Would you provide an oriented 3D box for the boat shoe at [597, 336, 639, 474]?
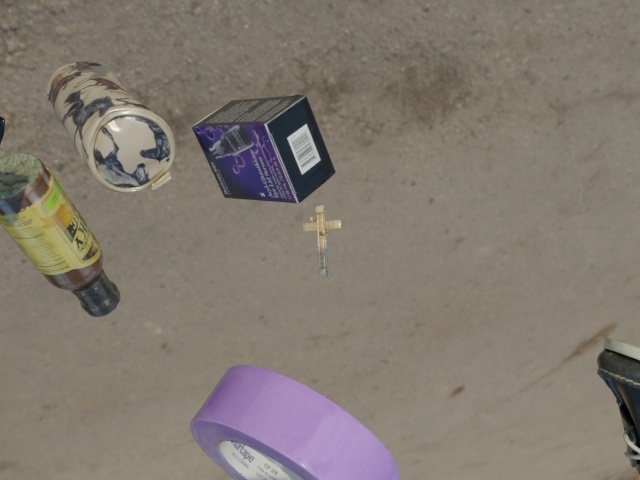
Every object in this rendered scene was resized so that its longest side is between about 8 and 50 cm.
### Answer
[{"bbox_3d":[0.260,0.141,0.547,0.233,0.084,0.079,41,76,-40],"label":"boat shoe"}]

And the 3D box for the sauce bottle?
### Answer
[{"bbox_3d":[-0.435,0.005,1.247,0.111,0.111,0.344,-26,141,-7],"label":"sauce bottle"}]

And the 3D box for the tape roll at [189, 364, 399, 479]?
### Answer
[{"bbox_3d":[-0.037,0.285,0.992,0.090,0.274,0.275,-56,162,-30],"label":"tape roll"}]

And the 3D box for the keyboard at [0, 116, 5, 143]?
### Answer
[{"bbox_3d":[-0.441,-0.150,0.815,0.192,0.038,0.100,29,76,-41],"label":"keyboard"}]

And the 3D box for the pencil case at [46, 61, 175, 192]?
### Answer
[{"bbox_3d":[-0.414,-0.227,1.466,0.160,0.410,0.183,-50,128,1],"label":"pencil case"}]

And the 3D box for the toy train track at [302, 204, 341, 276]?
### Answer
[{"bbox_3d":[0.000,0.000,0.867,0.048,0.083,0.014,-6,172,21],"label":"toy train track"}]

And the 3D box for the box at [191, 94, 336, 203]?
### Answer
[{"bbox_3d":[-0.100,-0.158,1.295,0.108,0.207,0.153,-42,121,-34],"label":"box"}]
